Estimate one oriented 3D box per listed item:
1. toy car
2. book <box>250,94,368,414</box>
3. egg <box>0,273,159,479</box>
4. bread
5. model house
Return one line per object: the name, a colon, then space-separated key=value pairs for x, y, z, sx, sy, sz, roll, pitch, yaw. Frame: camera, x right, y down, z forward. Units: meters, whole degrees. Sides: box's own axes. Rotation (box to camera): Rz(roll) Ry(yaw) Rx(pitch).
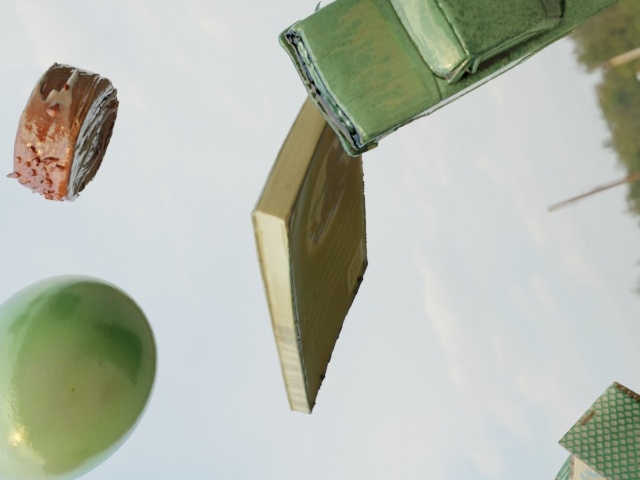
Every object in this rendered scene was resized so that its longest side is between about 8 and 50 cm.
toy car: x=0.123 y=-0.208 z=1.021 sx=0.141 sy=0.321 sz=0.097 roll=59 pitch=160 yaw=-1
book: x=0.000 y=0.000 z=1.304 sx=0.371 sy=0.043 sz=0.260 roll=84 pitch=-157 yaw=-50
egg: x=-0.313 y=0.165 z=1.352 sx=0.220 sy=0.220 sz=0.269 roll=57 pitch=-134 yaw=-29
bread: x=-0.291 y=-0.122 z=1.286 sx=0.160 sy=0.073 sz=0.160 roll=20 pitch=-90 yaw=-89
model house: x=0.323 y=0.253 z=1.139 sx=0.178 sy=0.271 sz=0.206 roll=40 pitch=138 yaw=54
